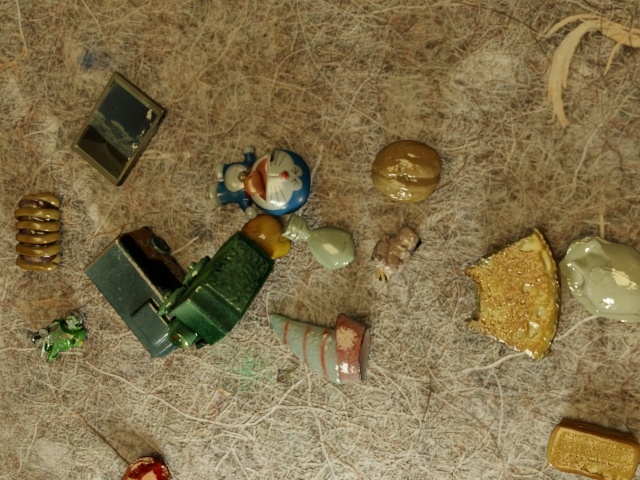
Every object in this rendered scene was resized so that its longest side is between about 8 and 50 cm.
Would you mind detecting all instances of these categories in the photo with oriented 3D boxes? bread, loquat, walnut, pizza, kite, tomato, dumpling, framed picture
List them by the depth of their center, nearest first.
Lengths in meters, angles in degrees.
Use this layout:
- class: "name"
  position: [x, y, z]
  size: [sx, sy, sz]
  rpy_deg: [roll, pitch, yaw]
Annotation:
- class: "dumpling"
  position: [0.652, 0.102, 1.371]
  size: [0.258, 0.147, 0.193]
  rpy_deg: [33, 133, 8]
- class: "walnut"
  position: [0.202, -0.163, 1.440]
  size: [0.167, 0.149, 0.166]
  rpy_deg: [1, 130, 1]
- class: "pizza"
  position: [0.450, 0.125, 1.441]
  size: [0.223, 0.089, 0.323]
  rpy_deg: [-2, 101, 18]
- class: "bread"
  position: [0.645, 0.500, 1.452]
  size: [0.201, 0.077, 0.115]
  rpy_deg: [11, 102, 14]
- class: "loquat"
  position: [-0.143, -0.004, 1.555]
  size: [0.137, 0.137, 0.112]
  rpy_deg: [0, 64, 14]
- class: "kite"
  position: [-0.093, 0.357, 1.651]
  size: [0.044, 0.002, 0.078]
  rpy_deg: [32, 105, 8]
- class: "framed picture"
  position: [-0.553, -0.301, 1.666]
  size: [0.189, 0.023, 0.260]
  rpy_deg: [40, 105, 9]
- class: "bread"
  position: [-0.808, -0.024, 1.734]
  size: [0.134, 0.081, 0.224]
  rpy_deg: [3, 99, 15]
- class: "tomato"
  position: [-0.497, 0.702, 1.756]
  size: [0.139, 0.091, 0.159]
  rpy_deg: [11, 73, 3]

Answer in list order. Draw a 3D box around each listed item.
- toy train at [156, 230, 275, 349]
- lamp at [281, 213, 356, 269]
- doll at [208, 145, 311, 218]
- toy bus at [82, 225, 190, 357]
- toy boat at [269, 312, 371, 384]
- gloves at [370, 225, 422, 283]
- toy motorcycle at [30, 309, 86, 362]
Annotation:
- class: "toy train"
  position: [-0.251, 0.120, 1.456]
  size: [0.167, 0.299, 0.238]
  rpy_deg: [42, 133, -13]
- class: "lamp"
  position: [0.000, 0.000, 1.509]
  size: [0.193, 0.106, 0.106]
  rpy_deg: [29, 104, -11]
- class: "doll"
  position: [-0.151, -0.150, 1.520]
  size: [0.257, 0.161, 0.215]
  rpy_deg: [-2, 70, 17]
- class: "toy bus"
  position: [-0.445, 0.136, 1.609]
  size: [0.162, 0.194, 0.323]
  rpy_deg: [-40, 87, 14]
- class: "toy boat"
  position: [-0.012, 0.268, 1.587]
  size: [0.283, 0.096, 0.205]
  rpy_deg: [11, 115, 21]
- class: "gloves"
  position: [0.179, 0.027, 1.492]
  size: [0.144, 0.110, 0.094]
  rpy_deg: [-39, 78, -13]
- class: "toy motorcycle"
  position: [-0.750, 0.279, 1.773]
  size: [0.190, 0.074, 0.106]
  rpy_deg: [-31, 98, 16]
